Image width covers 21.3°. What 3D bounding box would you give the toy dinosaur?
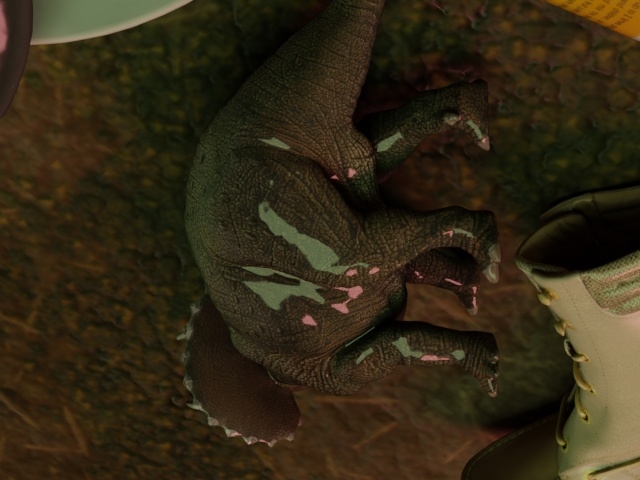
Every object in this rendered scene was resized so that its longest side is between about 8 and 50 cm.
[{"bbox_3d":[0.000,0.000,0.795,0.160,0.121,0.313,-4,137,-1],"label":"toy dinosaur"}]

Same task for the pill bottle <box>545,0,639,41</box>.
[{"bbox_3d":[0.106,-0.144,0.634,0.208,0.117,0.117,22,134,-6],"label":"pill bottle"}]

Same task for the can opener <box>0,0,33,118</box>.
[{"bbox_3d":[-0.147,-0.153,0.550,0.093,0.074,0.280,-14,139,-20],"label":"can opener"}]

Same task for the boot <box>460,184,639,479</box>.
[{"bbox_3d":[0.134,0.062,0.848,0.213,0.077,0.165,-23,123,27],"label":"boot"}]

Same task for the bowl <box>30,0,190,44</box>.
[{"bbox_3d":[-0.125,-0.226,0.603,0.298,0.134,0.298,7,134,8],"label":"bowl"}]
